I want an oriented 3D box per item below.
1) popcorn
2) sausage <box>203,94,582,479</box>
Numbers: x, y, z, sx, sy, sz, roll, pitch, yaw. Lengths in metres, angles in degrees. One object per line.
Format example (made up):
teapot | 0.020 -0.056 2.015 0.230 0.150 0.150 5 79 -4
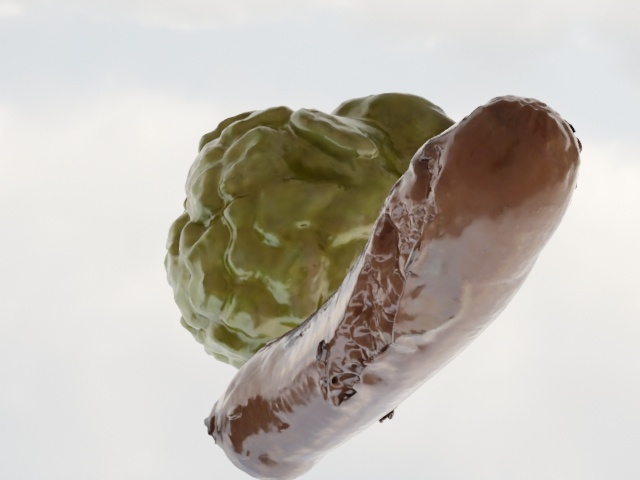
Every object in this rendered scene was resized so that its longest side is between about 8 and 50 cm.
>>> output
popcorn | 0.000 0.000 1.077 0.212 0.259 0.259 15 -134 38
sausage | 0.026 0.037 0.676 0.078 0.304 0.078 11 -120 -19
